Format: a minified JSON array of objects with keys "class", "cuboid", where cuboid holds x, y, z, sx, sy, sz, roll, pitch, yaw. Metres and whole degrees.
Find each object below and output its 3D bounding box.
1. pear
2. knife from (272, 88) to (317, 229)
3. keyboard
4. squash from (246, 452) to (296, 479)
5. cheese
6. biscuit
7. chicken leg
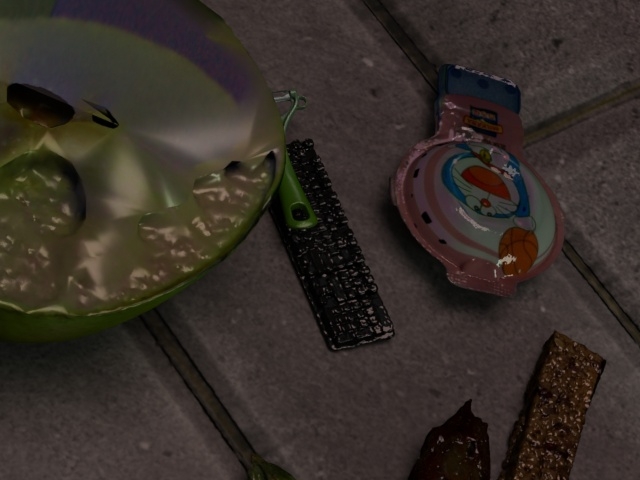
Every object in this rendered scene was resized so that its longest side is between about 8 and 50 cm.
[{"class":"pear","cuboid":[-0.242,-0.063,1.587,0.398,0.165,0.399,11,54,-15]},{"class":"knife","cuboid":[-0.033,-0.076,1.749,0.078,0.023,0.166,-13,60,-8]},{"class":"keyboard","cuboid":[0.000,0.000,1.736,0.072,0.023,0.231,-10,61,-25]},{"class":"squash","cuboid":[-0.023,0.271,1.505,0.094,0.094,0.224,0,50,-23]},{"class":"cheese","cuboid":[0.159,-0.063,1.813,0.188,0.074,0.286,16,51,-14]},{"class":"biscuit","cuboid":[0.216,0.171,1.697,0.064,0.034,0.199,27,50,-3]},{"class":"chicken leg","cuboid":[0.131,0.249,1.588,0.105,0.063,0.234,-3,57,-30]}]
